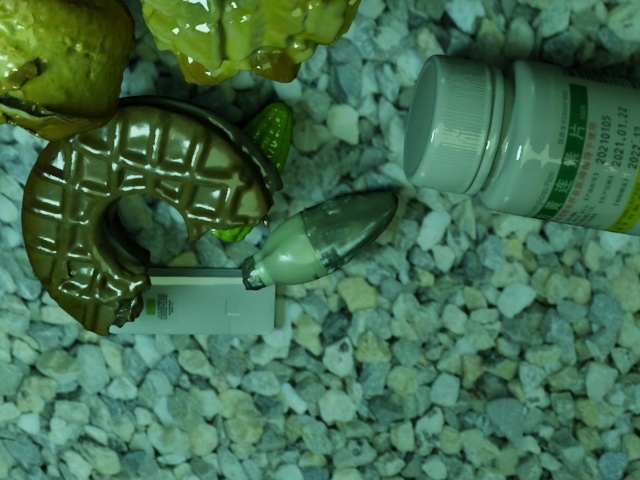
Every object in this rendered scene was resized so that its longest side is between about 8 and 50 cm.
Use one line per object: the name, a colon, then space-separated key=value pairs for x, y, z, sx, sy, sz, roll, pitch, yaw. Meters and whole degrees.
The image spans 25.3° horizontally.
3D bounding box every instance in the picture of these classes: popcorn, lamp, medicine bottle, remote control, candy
popcorn: x=-0.077 y=-0.330 z=1.675 sx=0.264 sy=0.225 sz=0.332 roll=20 pitch=106 yaw=5
lamp: x=0.000 y=0.000 z=2.016 sx=0.250 sy=0.101 sz=0.101 roll=-26 pitch=117 yaw=6
medicine bottle: x=0.295 y=-0.132 z=1.903 sx=0.339 sy=0.208 sz=0.208 roll=9 pitch=117 yaw=-9
remote control: x=-0.190 y=0.089 z=2.086 sx=0.250 sy=0.034 sz=0.103 roll=0 pitch=118 yaw=-4
candy: x=-0.097 y=-0.099 z=1.964 sx=0.096 sy=0.097 sz=0.209 roll=25 pitch=109 yaw=-16

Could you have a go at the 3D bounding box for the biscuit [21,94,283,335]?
biscuit: x=-0.253 y=-0.048 z=1.898 sx=0.366 sy=0.115 sz=0.268 roll=-37 pitch=103 yaw=21

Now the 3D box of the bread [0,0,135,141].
bread: x=-0.386 y=-0.263 z=1.703 sx=0.336 sy=0.358 sz=0.204 roll=18 pitch=106 yaw=-11
